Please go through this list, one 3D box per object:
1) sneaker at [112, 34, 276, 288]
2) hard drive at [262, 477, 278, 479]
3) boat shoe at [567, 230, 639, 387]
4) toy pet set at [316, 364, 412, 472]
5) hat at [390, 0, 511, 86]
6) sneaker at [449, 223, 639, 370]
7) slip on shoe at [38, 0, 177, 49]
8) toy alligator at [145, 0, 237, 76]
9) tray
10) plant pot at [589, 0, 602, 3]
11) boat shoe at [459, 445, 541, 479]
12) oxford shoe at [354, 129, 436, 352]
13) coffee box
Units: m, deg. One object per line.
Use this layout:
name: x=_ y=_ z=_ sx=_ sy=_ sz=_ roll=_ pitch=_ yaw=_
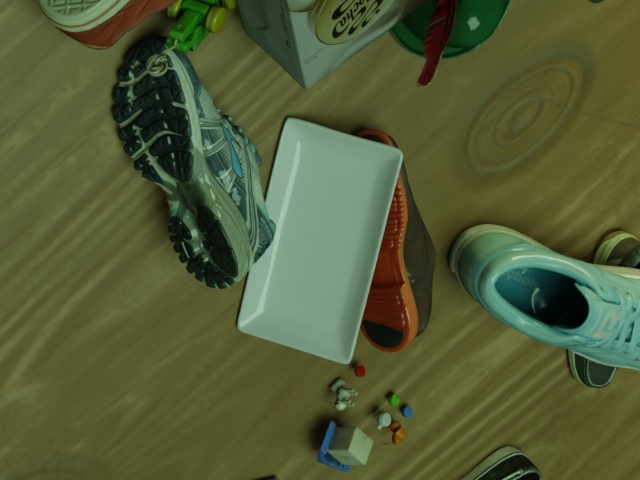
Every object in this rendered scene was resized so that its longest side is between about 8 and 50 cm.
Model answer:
sneaker: x=-0.132 y=-0.095 z=1.673 sx=0.122 sy=0.110 sz=0.283 roll=-37 pitch=115 yaw=-48
hard drive: x=-0.116 y=0.433 z=1.927 sx=0.172 sy=0.054 sz=0.254 roll=-10 pitch=116 yaw=-22
boat shoe: x=0.386 y=0.101 z=2.007 sx=0.080 sy=0.073 sz=0.223 roll=0 pitch=111 yaw=-26
toy pet set: x=0.043 y=0.234 z=1.925 sx=0.122 sy=0.065 sz=0.114 roll=44 pitch=54 yaw=-36
hat: x=0.179 y=-0.253 z=1.685 sx=0.173 sy=0.183 sz=0.208 roll=25 pitch=99 yaw=-32
sneaker: x=0.335 y=0.096 z=1.883 sx=0.366 sy=0.150 sz=0.135 roll=17 pitch=106 yaw=-12
slip on shoe: x=-0.146 y=-0.320 z=1.558 sx=0.331 sy=0.123 sz=0.101 roll=-44 pitch=157 yaw=-9
toy alligator: x=-0.133 y=-0.226 z=1.599 sx=0.051 sy=0.056 sz=0.189 roll=89 pitch=25 yaw=-56
tray: x=0.000 y=0.000 z=1.773 sx=0.145 sy=0.030 sz=0.270 roll=17 pitch=108 yaw=11
plant pot: x=0.318 y=-0.400 z=1.697 sx=0.187 sy=0.167 sz=0.188 roll=-26 pitch=120 yaw=-13
boat shoe: x=0.201 y=0.367 z=2.039 sx=0.219 sy=0.070 sz=0.078 roll=-43 pitch=123 yaw=-3
oxford shoe: x=0.083 y=-0.008 z=1.823 sx=0.098 sy=0.097 sz=0.271 roll=-30 pitch=121 yaw=-51
coffee box: x=0.055 y=-0.318 z=1.583 sx=0.297 sy=0.119 sz=0.168 roll=-37 pitch=153 yaw=-14
